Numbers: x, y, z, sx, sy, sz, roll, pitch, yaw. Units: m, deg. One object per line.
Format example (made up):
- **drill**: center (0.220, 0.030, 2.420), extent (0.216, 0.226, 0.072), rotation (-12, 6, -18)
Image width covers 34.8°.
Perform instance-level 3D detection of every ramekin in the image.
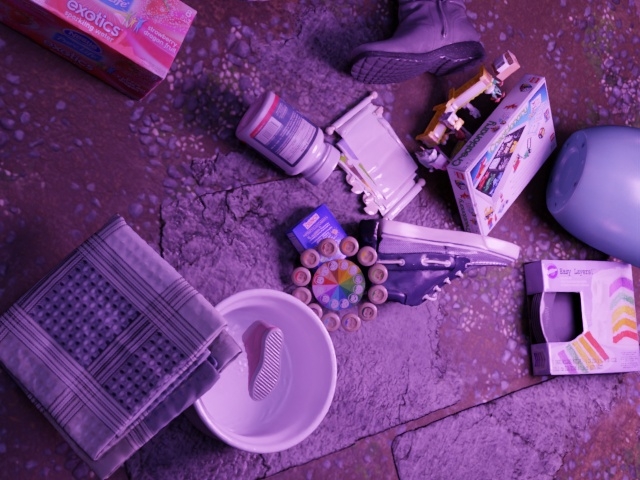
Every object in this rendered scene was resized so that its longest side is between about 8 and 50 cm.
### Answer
- **ramekin**: center (-0.124, 0.228, 1.777), extent (0.277, 0.135, 0.277), rotation (5, 78, -27)

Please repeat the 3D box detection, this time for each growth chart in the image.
- **growth chart**: center (0.109, -0.160, 2.030), extent (0.172, 0.021, 0.237), rotation (-35, 98, -27)

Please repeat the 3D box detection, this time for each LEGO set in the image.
- **LEGO set**: center (0.309, -0.251, 2.088), extent (0.107, 0.132, 0.287), rotation (41, 88, -21)

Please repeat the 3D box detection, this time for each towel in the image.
- **towel**: center (-0.333, 0.165, 1.633), extent (0.312, 0.056, 0.324), rotation (-43, 81, -13)

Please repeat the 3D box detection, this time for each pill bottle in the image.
- **pill bottle**: center (-0.057, -0.185, 1.899), extent (0.180, 0.108, 0.108), rotation (36, 67, -19)

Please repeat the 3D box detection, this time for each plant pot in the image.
- **plant pot**: center (0.620, -0.110, 2.150), extent (0.235, 0.293, 0.293), rotation (17, 73, -10)

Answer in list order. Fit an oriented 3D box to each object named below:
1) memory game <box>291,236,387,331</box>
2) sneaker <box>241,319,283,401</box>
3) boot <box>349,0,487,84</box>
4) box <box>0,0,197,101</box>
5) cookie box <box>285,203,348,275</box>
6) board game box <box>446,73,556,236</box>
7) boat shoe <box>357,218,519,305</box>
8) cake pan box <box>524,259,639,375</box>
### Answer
- **memory game**: center (0.035, 0.082, 1.902), extent (0.186, 0.012, 0.186), rotation (0, 100, 0)
- **sneaker**: center (-0.101, 0.194, 1.695), extent (0.051, 0.070, 0.134), rotation (-1, 111, -37)
- **boot**: center (0.173, -0.445, 2.079), extent (0.338, 0.118, 0.222), rotation (-10, 80, -36)
- **box**: center (-0.386, -0.390, 1.741), extent (0.300, 0.142, 0.154), rotation (30, 68, -20)
- **cookie box**: center (0.000, 0.000, 1.934), extent (0.092, 0.040, 0.107), rotation (-40, 100, -27)
- **board game box**: center (0.380, -0.174, 2.104), extent (0.305, 0.053, 0.193), rotation (-48, 138, -26)
- **boat shoe**: center (0.224, 0.056, 2.002), extent (0.341, 0.127, 0.158), rotation (9, 89, -17)
- **cake pan box**: center (0.557, 0.165, 2.184), extent (0.267, 0.070, 0.245), rotation (3, 78, -27)
